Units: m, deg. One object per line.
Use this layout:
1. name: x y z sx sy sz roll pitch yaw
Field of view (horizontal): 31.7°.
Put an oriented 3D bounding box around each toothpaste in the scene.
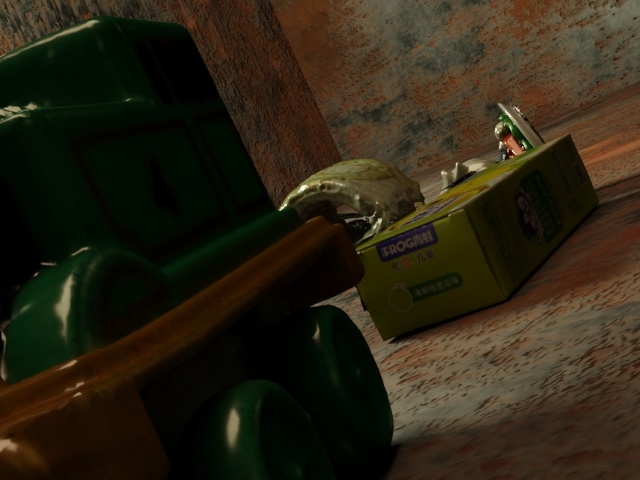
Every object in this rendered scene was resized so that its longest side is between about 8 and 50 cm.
1. toothpaste: 0.140 -0.013 0.948 0.110 0.077 0.327 -21 5 29

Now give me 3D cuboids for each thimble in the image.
1. thimble: 0.046 -0.038 1.546 0.190 0.137 0.143 -9 11 33

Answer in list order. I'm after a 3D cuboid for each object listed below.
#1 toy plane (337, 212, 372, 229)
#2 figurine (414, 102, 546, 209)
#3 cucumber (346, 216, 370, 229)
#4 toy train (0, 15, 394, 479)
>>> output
1. toy plane: 0.000 0.000 1.695 0.235 0.096 0.060 -7 -1 -22
2. figurine: 0.172 -0.052 1.170 0.154 0.132 0.132 -38 1 9
3. cucumber: 0.018 0.009 1.801 0.181 0.053 0.053 -24 2 -31
4. toy train: -0.101 0.030 0.475 0.178 0.249 0.429 -24 3 15
